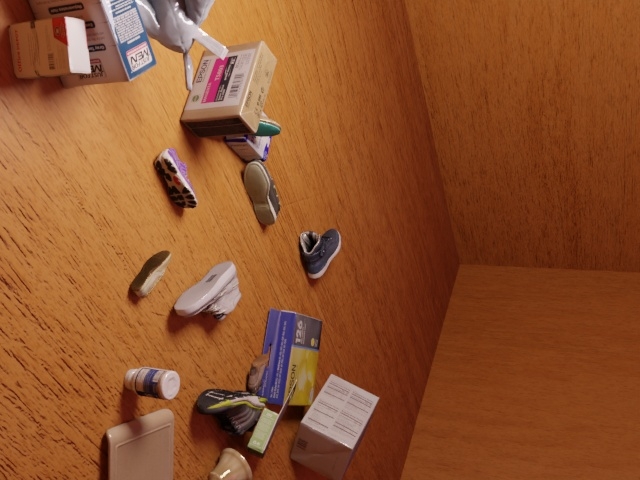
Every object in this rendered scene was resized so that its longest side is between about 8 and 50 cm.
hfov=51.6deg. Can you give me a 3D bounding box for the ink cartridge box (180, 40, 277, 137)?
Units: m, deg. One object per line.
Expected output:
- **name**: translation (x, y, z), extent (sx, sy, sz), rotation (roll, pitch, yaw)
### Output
- **ink cartridge box**: translation (-0.236, -0.390, 1.715), extent (0.088, 0.193, 0.235), rotation (45, 51, -54)

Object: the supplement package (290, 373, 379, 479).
- **supplement package**: translation (0.051, 0.653, 2.313), extent (0.263, 0.198, 0.199), rotation (-49, 159, -53)

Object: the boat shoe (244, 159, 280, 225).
- **boat shoe**: translation (-0.173, -0.154, 2.001), extent (0.069, 0.081, 0.228), rotation (-64, 153, -45)

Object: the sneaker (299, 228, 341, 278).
- **sneaker**: translation (0.001, 0.001, 2.359), extent (0.164, 0.086, 0.226), rotation (71, 34, -41)

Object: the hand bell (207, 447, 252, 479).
- **hand bell**: translation (-0.310, 0.674, 1.772), extent (0.242, 0.126, 0.126), rotation (-24, 114, -48)

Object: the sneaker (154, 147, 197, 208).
- **sneaker**: translation (-0.346, -0.155, 1.652), extent (0.071, 0.068, 0.170), rotation (-67, 147, -48)

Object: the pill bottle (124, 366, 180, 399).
- **pill bottle**: translation (-0.390, 0.327, 1.526), extent (0.067, 0.120, 0.067), rotation (-8, 99, -64)

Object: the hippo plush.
- **hippo plush**: translation (-0.323, -0.545, 1.447), extent (0.294, 0.234, 0.237), rotation (40, 18, -36)

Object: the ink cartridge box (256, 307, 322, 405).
- **ink cartridge box**: translation (-0.094, 0.395, 2.210), extent (0.307, 0.072, 0.304), rotation (29, 67, -64)

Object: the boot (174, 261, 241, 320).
- **boot**: translation (-0.285, 0.165, 1.761), extent (0.258, 0.095, 0.124), rotation (-47, 126, -55)

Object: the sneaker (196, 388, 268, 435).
- **sneaker**: translation (-0.246, 0.488, 1.860), extent (0.300, 0.111, 0.121), rotation (28, 70, -60)

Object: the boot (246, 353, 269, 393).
- **boot**: translation (-0.192, 0.416, 2.046), extent (0.118, 0.042, 0.087), rotation (-38, 131, -57)

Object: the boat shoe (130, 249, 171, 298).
- **boat shoe**: translation (-0.400, 0.080, 1.579), extent (0.135, 0.050, 0.045), rotation (-54, 143, -34)

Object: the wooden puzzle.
- **wooden puzzle**: translation (-0.427, 0.539, 1.564), extent (0.221, 0.044, 0.239), rotation (-2, 89, -64)

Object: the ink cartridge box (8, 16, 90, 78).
- **ink cartridge box**: translation (-0.503, -0.356, 1.232), extent (0.056, 0.135, 0.099), rotation (-26, 115, -65)

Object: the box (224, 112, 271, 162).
- **box**: translation (-0.205, -0.314, 1.925), extent (0.137, 0.072, 0.126), rotation (44, 53, -57)

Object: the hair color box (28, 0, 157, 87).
- **hair color box**: translation (-0.462, -0.479, 1.263), extent (0.105, 0.173, 0.348), rotation (-56, 140, -50)

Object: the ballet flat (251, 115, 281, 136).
- **ballet flat**: translation (-0.209, -0.326, 1.814), extent (0.073, 0.206, 0.067), rotation (121, -38, -54)

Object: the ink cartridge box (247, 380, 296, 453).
- **ink cartridge box**: translation (-0.146, 0.535, 2.006), extent (0.171, 0.056, 0.235), rotation (100, 14, -66)
